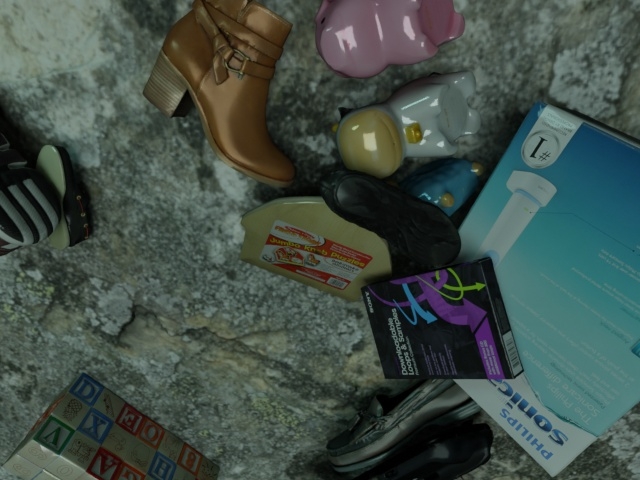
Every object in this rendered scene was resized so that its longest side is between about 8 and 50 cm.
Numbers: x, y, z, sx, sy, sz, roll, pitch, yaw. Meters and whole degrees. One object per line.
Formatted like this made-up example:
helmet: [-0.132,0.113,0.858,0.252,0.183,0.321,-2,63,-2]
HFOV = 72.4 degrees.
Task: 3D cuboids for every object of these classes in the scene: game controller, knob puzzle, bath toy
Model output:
game controller: [0.115,0.366,0.680,0.166,0.067,0.319,27,121,-38]
knob puzzle: [0.000,0.000,0.523,0.213,0.030,0.213,12,147,8]
bath toy: [0.057,-0.184,0.423,0.151,0.129,0.349,-34,121,-31]

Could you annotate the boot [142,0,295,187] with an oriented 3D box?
boot: [-0.073,-0.161,0.464,0.197,0.073,0.152,35,108,-17]

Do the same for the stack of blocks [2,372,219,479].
stack of blocks: [-0.311,0.369,0.676,0.087,0.171,0.297,-39,108,19]

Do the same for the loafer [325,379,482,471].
loafer: [0.118,0.249,0.656,0.267,0.096,0.084,-30,92,8]

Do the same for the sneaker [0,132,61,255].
sneaker: [-0.434,-0.097,0.495,0.162,0.106,0.282,-23,101,33]

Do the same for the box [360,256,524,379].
box: [0.122,0.091,0.477,0.162,0.029,0.116,-20,83,47]

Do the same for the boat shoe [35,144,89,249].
boat shoe: [-0.317,-0.055,0.542,0.048,0.042,0.133,18,117,22]

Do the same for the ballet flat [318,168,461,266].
ballet flat: [0.074,-0.024,0.426,0.173,0.049,0.058,28,99,-27]

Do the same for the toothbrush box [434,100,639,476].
toothbrush box: [0.249,0.045,0.446,0.126,0.216,0.296,-9,131,-44]
